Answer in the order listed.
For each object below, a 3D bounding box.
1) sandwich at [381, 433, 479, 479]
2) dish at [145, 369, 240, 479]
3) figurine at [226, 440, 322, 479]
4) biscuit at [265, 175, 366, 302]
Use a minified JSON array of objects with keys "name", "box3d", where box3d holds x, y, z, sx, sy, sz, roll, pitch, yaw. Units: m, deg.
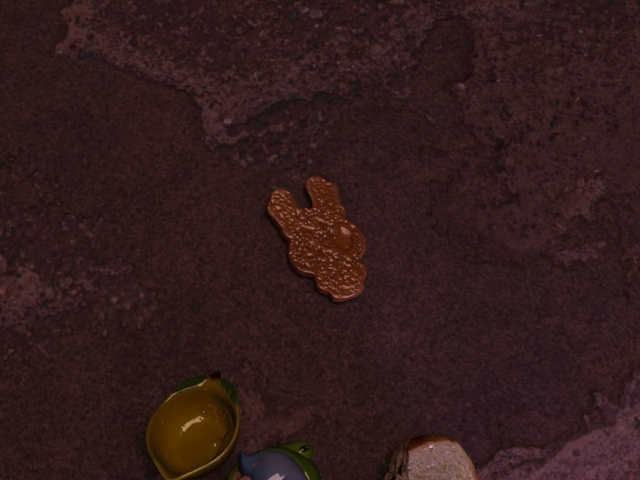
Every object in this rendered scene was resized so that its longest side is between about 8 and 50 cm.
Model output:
[{"name":"sandwich","box3d":[0.132,0.443,1.884,0.289,0.100,0.254,-8,72,-33]},{"name":"dish","box3d":[-0.194,0.310,1.922,0.149,0.080,0.207,12,53,19]},{"name":"figurine","box3d":[-0.111,0.418,1.876,0.263,0.143,0.162,-29,67,-3]},{"name":"biscuit","box3d":[0.004,0.000,2.127,0.144,0.040,0.236,-22,74,-11]}]
